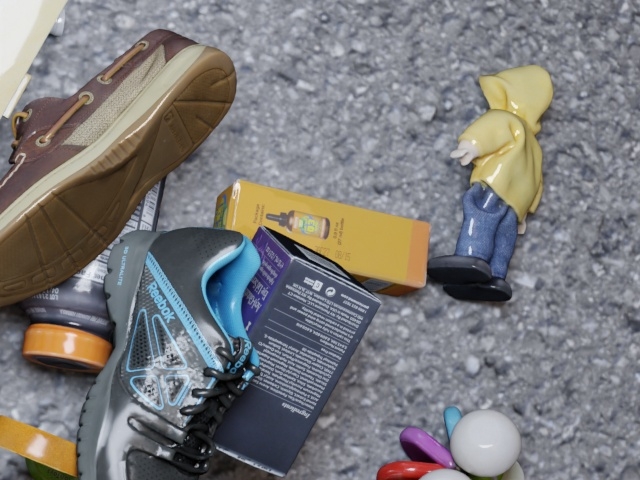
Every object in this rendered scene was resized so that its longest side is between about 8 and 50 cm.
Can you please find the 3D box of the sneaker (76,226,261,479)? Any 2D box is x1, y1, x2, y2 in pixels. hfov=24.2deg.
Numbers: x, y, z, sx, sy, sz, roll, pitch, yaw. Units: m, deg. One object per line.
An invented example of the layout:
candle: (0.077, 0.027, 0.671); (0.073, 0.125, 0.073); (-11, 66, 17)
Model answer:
sneaker: (-0.133, 0.140, 1.372); (0.140, 0.125, 0.340); (-7, 68, 22)

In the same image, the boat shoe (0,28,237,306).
boat shoe: (-0.234, -0.079, 1.416); (0.123, 0.123, 0.342); (34, 71, 28)

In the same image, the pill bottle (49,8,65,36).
pill bottle: (-0.314, -0.236, 1.577); (0.083, 0.043, 0.043); (5, 78, -19)

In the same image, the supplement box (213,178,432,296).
supplement box: (0.000, 0.000, 1.634); (0.233, 0.080, 0.078); (13, 75, -20)

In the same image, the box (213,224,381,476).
box: (-0.049, 0.109, 1.514); (0.108, 0.153, 0.207); (28, 93, -19)

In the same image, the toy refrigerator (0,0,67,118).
toy refrigerator: (-0.349, -0.147, 1.488); (0.094, 0.102, 0.269); (30, 81, -13)

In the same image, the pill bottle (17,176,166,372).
pill bottle: (-0.236, 0.008, 1.513); (0.130, 0.130, 0.245); (14, 75, -18)

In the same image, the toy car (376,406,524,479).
toy car: (0.135, 0.256, 1.614); (0.136, 0.159, 0.182); (27, 67, 25)

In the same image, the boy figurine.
boy figurine: (0.197, -0.081, 1.702); (0.177, 0.092, 0.285); (36, 61, -50)

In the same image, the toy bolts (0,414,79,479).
toy bolts: (-0.326, 0.242, 1.409); (0.228, 0.218, 0.158); (21, 78, 3)
